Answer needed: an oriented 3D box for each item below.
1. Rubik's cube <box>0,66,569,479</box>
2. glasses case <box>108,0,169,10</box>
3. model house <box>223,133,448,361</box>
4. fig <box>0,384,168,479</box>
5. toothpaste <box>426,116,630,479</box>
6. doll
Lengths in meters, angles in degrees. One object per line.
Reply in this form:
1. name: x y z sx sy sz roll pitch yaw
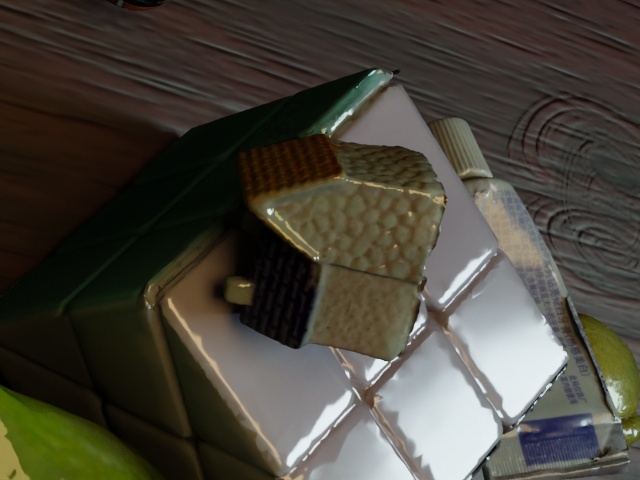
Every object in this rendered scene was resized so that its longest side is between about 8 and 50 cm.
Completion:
1. Rubik's cube: -0.030 0.061 1.081 0.224 0.231 0.221 -44 108 -32
2. glasses case: -0.164 -0.265 1.135 0.267 0.067 0.103 53 55 -17
3. model house: 0.000 0.000 0.929 0.100 0.088 0.101 9 109 -12
4. fig: -0.170 0.152 0.945 0.206 0.206 0.275 -38 129 -35
5. toothpaste: 0.125 0.038 1.247 0.068 0.099 0.282 63 9 -63
6. doll: 0.134 0.090 1.302 0.209 0.097 0.137 16 40 -18
